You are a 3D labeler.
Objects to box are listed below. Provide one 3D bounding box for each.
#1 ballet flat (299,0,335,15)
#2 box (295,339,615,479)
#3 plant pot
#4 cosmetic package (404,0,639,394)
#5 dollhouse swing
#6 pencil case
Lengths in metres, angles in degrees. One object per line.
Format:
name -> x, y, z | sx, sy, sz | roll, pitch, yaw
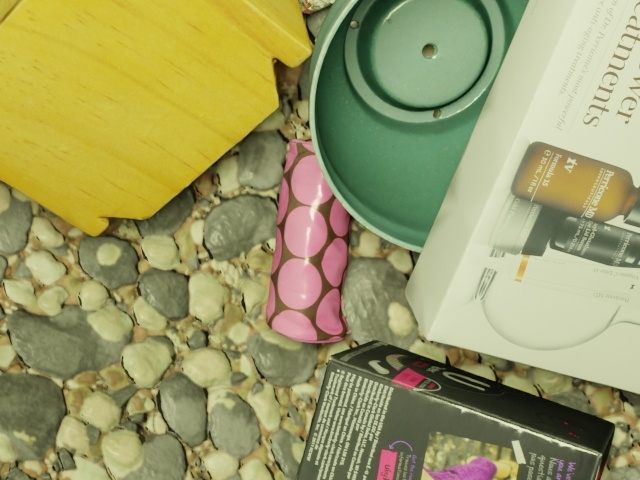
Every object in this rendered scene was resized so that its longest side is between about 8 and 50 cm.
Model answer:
ballet flat -> -0.055, -0.337, 1.287 | 0.077, 0.091, 0.241 | -43, 73, 48
box -> 0.135, 0.211, 1.204 | 0.270, 0.165, 0.143 | 18, 97, 16
plant pot -> 0.119, -0.159, 1.145 | 0.293, 0.196, 0.293 | -4, 116, -8
cosmetic package -> 0.276, -0.059, 1.059 | 0.284, 0.097, 0.377 | 14, 111, -18
dollhouse swing -> -0.215, -0.258, 1.258 | 0.315, 0.305, 0.347 | 35, 127, -25
pencil case -> 0.000, 0.000, 1.279 | 0.095, 0.098, 0.209 | 20, 103, 61
